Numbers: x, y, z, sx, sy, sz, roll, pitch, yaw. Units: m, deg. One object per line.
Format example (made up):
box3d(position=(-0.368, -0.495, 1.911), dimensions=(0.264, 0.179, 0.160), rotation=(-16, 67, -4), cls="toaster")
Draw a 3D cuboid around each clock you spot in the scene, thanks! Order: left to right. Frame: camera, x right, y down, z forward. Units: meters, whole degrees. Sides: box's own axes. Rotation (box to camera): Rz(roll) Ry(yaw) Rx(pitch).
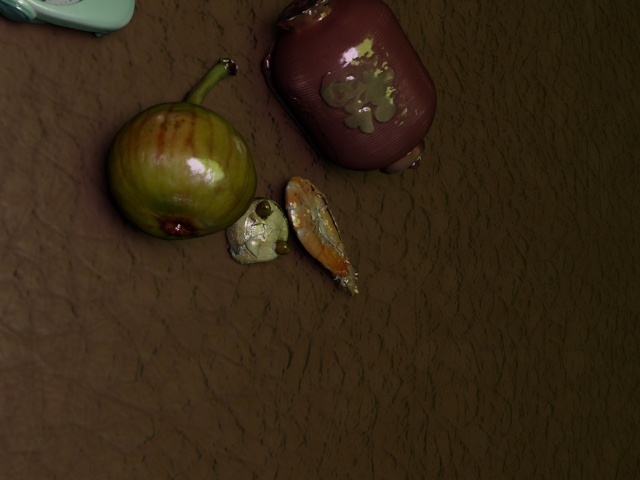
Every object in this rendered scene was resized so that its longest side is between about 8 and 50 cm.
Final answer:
box3d(position=(-0.275, -0.280, 0.794), dimensions=(0.189, 0.060, 0.148), rotation=(-4, 91, -43), cls="clock")

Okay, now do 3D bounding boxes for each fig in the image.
box3d(position=(-0.143, -0.122, 0.872), dimensions=(0.151, 0.151, 0.259), rotation=(30, 45, -38), cls="fig")

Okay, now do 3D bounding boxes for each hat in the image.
box3d(position=(-0.069, -0.011, 0.973), dimensions=(0.076, 0.059, 0.077), rotation=(-15, 102, -38), cls="hat")

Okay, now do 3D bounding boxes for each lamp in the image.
box3d(position=(0.040, -0.188, 1.019), dimensions=(0.258, 0.180, 0.180), rotation=(55, 54, -28), cls="lamp")

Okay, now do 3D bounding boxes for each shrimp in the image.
box3d(position=(0.000, 0.000, 1.043), dimensions=(0.184, 0.043, 0.091), rotation=(58, 30, -28), cls="shrimp")
